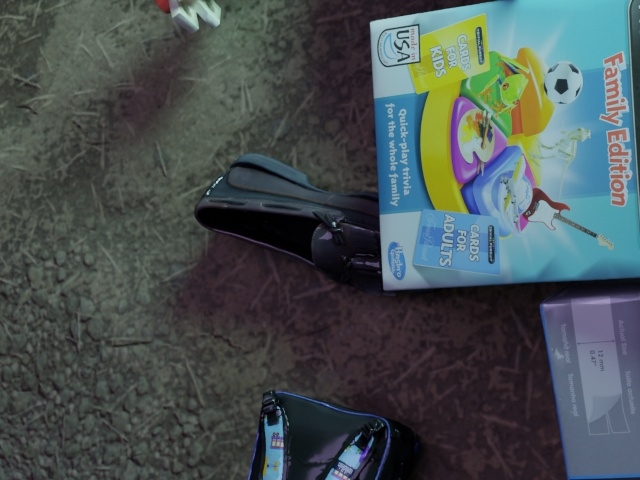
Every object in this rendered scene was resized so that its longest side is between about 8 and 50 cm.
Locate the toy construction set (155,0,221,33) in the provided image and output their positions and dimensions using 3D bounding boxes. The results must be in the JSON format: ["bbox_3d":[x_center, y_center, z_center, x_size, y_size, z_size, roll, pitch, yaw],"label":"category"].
[{"bbox_3d":[-0.036,-0.350,1.782,0.327,0.151,0.215,-25,68,8],"label":"toy construction set"}]

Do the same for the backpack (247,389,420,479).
[{"bbox_3d":[0.005,0.250,1.629,0.158,0.117,0.173,11,83,28],"label":"backpack"}]

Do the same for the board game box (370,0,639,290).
[{"bbox_3d":[0.207,-0.089,1.450,0.336,0.079,0.254,-5,88,36],"label":"board game box"}]

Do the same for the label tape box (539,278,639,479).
[{"bbox_3d":[0.384,0.148,1.421,0.347,0.115,0.249,-6,97,27],"label":"label tape box"}]

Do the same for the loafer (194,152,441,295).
[{"bbox_3d":[0.000,0.000,1.683,0.302,0.109,0.095,23,45,35],"label":"loafer"}]
